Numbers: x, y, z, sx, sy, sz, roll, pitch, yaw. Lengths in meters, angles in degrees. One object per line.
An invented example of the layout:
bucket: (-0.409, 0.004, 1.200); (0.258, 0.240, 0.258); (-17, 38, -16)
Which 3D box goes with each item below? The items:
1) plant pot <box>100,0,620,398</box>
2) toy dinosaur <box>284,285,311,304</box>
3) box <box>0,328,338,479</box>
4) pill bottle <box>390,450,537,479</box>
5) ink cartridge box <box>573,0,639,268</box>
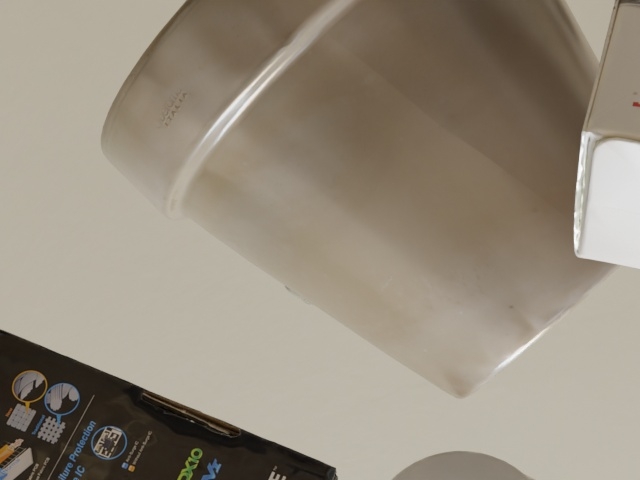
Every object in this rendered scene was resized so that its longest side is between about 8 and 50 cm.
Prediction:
plant pot: (0.067, -0.061, 0.925); (0.323, 0.323, 0.280); (-39, -98, -23)
toy dinosaur: (0.000, 0.000, 1.422); (0.121, 0.313, 0.160); (11, -107, -27)
box: (-0.179, 0.188, 0.656); (0.293, 0.073, 0.296); (19, -117, 11)
pill bottle: (0.126, 0.274, 1.058); (0.176, 0.318, 0.176); (-7, -121, 11)
ink cartridge box: (0.135, -0.052, 0.414); (0.099, 0.056, 0.135); (12, -127, 14)
